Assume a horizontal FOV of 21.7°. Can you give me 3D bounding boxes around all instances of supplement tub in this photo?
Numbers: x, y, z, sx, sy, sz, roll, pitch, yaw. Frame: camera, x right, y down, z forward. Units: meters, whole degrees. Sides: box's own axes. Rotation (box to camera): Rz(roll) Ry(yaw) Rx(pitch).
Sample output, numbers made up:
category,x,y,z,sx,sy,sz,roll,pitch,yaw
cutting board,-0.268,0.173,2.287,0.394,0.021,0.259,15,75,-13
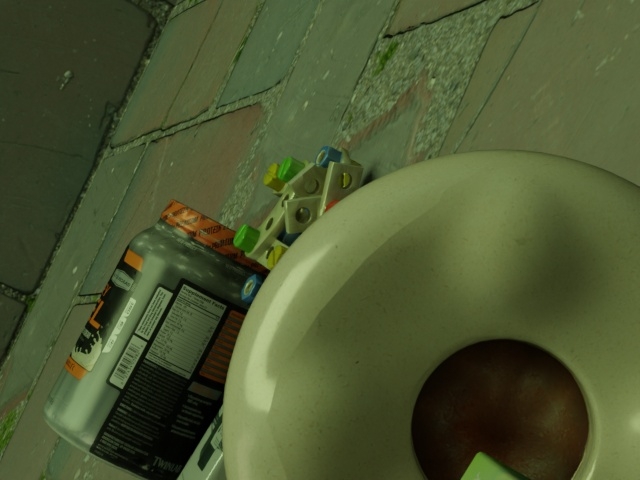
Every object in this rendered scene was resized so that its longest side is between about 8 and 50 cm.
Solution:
category,x,y,z,sx,sy,sz,roll,pitch,yaw
supplement tub,-0.189,0.121,2.044,0.316,0.193,0.193,-62,19,-1

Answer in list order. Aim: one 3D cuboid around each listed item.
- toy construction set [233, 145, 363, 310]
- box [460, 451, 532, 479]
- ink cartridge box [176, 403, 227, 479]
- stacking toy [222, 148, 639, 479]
category,x,y,z,sx,sy,sz,roll,pitch,yaw
toy construction set,0.000,0.000,1.820,0.215,0.151,0.327,-61,8,0
box,0.209,0.222,0.819,0.058,0.232,0.322,-58,19,-2
ink cartridge box,-0.041,0.226,1.581,0.208,0.153,0.087,-58,18,9
stacking toy,0.113,0.115,1.238,0.351,0.350,0.480,-62,1,1
